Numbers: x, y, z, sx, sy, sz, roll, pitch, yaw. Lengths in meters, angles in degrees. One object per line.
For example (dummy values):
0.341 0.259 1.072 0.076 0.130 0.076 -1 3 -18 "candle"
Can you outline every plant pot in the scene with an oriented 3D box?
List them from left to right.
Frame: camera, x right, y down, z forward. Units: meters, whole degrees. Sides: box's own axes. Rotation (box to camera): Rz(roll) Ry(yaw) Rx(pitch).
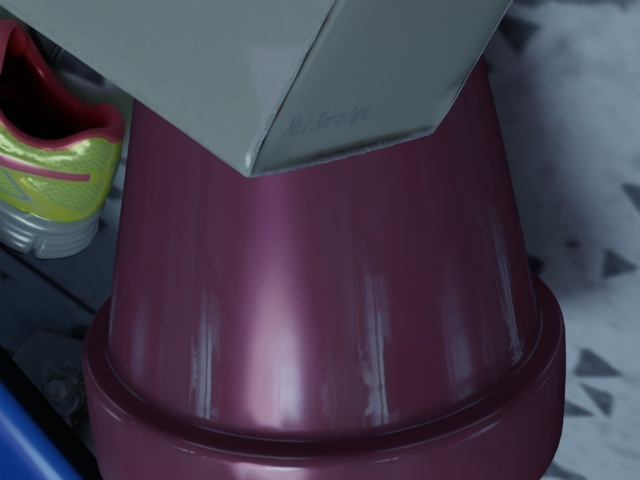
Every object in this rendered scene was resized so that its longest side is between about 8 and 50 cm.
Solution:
0.000 0.000 0.588 0.201 0.201 0.180 10 119 23 "plant pot"

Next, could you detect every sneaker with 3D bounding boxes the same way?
-0.180 -0.084 0.696 0.208 0.081 0.094 33 131 -9 "sneaker"

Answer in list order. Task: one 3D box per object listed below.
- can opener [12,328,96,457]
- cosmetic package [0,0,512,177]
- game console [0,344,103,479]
-0.062 0.119 0.836 0.280 0.074 0.093 14 170 22 "can opener"
-0.087 -0.153 0.438 0.309 0.160 0.113 36 109 15 "cosmetic package"
-0.214 0.063 0.782 0.250 0.173 0.293 -35 97 36 "game console"
